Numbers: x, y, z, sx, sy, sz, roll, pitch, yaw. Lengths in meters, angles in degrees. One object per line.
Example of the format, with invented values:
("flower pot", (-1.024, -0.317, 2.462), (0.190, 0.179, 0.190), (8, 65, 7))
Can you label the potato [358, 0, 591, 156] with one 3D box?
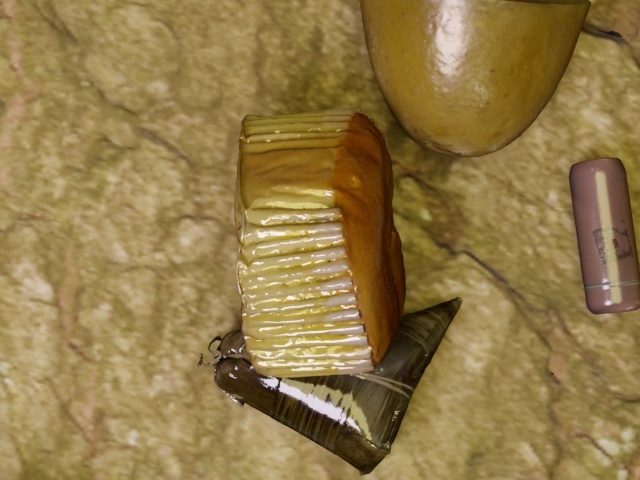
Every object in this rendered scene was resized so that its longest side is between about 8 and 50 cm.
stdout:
("potato", (0.125, -0.153, 1.576), (0.203, 0.178, 0.158), (5, 102, -28))

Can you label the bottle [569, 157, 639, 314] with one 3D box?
("bottle", (0.259, -0.004, 1.619), (0.053, 0.053, 0.140), (-7, 87, -4))

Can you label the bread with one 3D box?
("bread", (0.000, 0.000, 1.510), (0.133, 0.250, 0.179), (-7, 129, 8))

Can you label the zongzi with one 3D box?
("zongzi", (0.008, 0.088, 1.591), (0.187, 0.084, 0.184), (28, 70, 3))
